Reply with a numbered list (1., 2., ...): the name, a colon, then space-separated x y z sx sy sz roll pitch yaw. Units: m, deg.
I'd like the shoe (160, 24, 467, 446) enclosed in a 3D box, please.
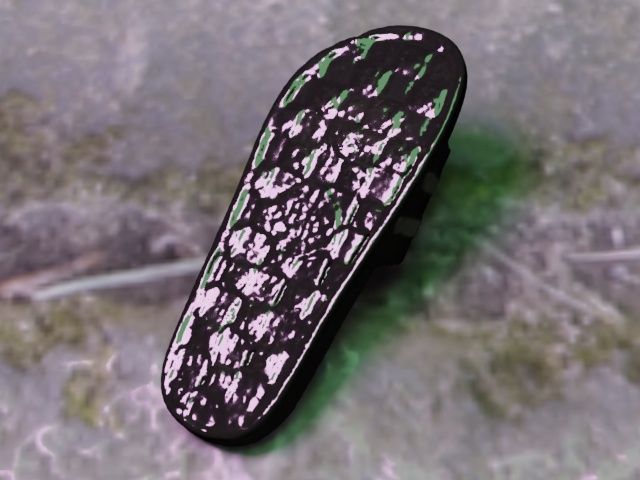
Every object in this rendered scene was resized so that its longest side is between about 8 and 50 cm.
1. shoe: 0.000 0.000 0.732 0.071 0.049 0.179 23 79 25
